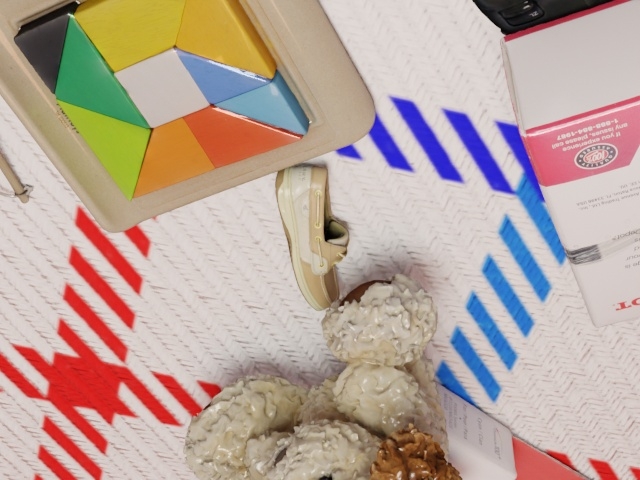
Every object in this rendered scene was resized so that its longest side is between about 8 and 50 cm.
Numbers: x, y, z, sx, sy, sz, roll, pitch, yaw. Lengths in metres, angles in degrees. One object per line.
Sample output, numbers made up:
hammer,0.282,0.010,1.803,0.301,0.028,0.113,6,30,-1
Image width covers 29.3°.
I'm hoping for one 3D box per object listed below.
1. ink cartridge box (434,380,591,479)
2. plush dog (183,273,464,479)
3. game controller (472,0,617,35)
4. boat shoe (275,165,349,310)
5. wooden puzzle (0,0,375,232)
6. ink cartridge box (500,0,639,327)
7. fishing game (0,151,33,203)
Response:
ink cartridge box,0.081,0.276,1.175,0.261,0.066,0.296,33,122,-20
plush dog,0.019,0.189,0.941,0.262,0.225,0.210,-38,102,29
game controller,0.212,-0.259,0.766,0.319,0.067,0.166,-31,107,23
boat shoe,0.000,0.000,0.971,0.045,0.050,0.135,-6,128,14
wooden puzzle,-0.110,-0.120,0.883,0.239,0.044,0.221,-22,123,17
ink cartridge box,0.243,-0.057,0.856,0.172,0.100,0.237,-16,140,14
fishing game,-0.371,-0.048,0.957,0.264,0.041,0.189,-16,134,7
